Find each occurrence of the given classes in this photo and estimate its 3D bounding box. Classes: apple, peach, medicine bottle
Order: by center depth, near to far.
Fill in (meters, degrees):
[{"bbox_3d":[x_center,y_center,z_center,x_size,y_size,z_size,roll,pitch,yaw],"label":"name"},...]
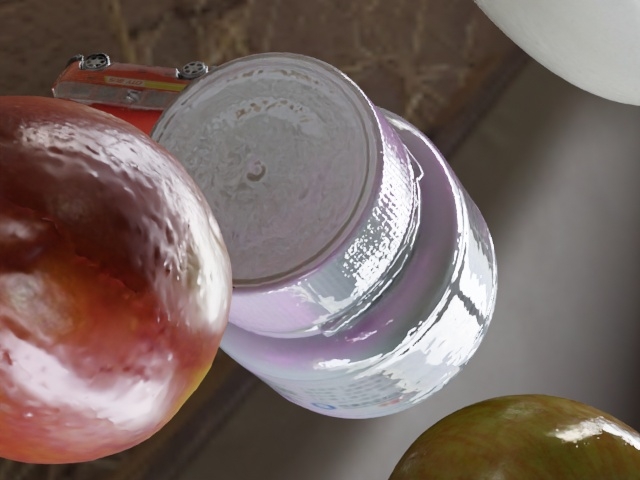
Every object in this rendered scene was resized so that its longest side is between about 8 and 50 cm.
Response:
[{"bbox_3d":[-0.195,0.019,1.133,0.238,0.281,0.281,-56,140,0],"label":"peach"},{"bbox_3d":[0.162,0.252,1.385,0.264,0.264,0.264,0,90,-56],"label":"apple"},{"bbox_3d":[0.000,0.000,1.487,0.325,0.256,0.256,45,53,-63],"label":"medicine bottle"}]

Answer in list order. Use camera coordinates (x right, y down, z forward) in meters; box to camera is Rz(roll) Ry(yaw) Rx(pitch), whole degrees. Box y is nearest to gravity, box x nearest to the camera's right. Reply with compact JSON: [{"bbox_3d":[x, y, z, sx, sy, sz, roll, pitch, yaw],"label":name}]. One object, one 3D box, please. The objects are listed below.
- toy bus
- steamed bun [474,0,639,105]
[{"bbox_3d":[-0.168,-0.119,1.595,0.077,0.174,0.079,-63,153,-45],"label":"toy bus"},{"bbox_3d":[0.206,-0.228,1.233,0.206,0.324,0.324,-49,135,-7],"label":"steamed bun"}]
